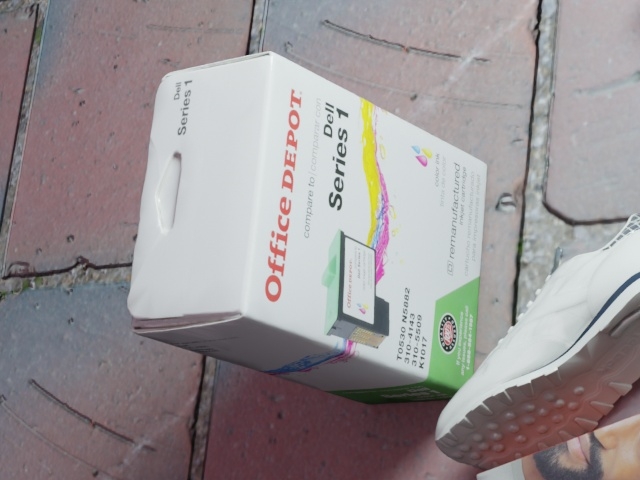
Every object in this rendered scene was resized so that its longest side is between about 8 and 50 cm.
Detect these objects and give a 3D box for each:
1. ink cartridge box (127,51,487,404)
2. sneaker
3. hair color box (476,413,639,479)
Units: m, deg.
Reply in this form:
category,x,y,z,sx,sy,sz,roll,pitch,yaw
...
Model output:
category,x,y,z,sx,sy,sz,roll,pitch,yaw
ink cartridge box,0.000,0.000,1.246,0.117,0.278,0.201,-8,70,40
sneaker,0.177,0.080,1.208,0.235,0.090,0.095,-40,40,19
hair color box,0.199,0.188,1.158,0.167,0.053,0.093,-27,58,30
